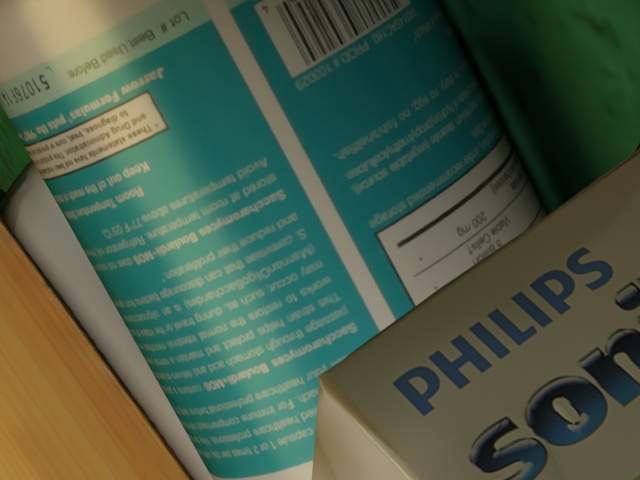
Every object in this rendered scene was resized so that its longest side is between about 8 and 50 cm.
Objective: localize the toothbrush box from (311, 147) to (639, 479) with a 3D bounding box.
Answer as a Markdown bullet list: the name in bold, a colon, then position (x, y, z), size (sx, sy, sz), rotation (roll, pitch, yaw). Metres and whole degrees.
- **toothbrush box**: position (0.162, 0.097, 0.424), size (0.283, 0.206, 0.122), rotation (45, 153, 24)

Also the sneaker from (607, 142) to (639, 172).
- **sneaker**: position (0.097, 0.015, 0.625), size (0.047, 0.057, 0.119), rotation (37, 150, 33)

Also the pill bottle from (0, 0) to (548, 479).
- **pill bottle**: position (0.000, 0.000, 0.678), size (0.264, 0.146, 0.146), rotation (62, 155, -10)

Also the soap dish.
- **soap dish**: position (-0.084, 0.091, 0.871), size (0.229, 0.118, 0.291), rotation (53, 178, 9)
